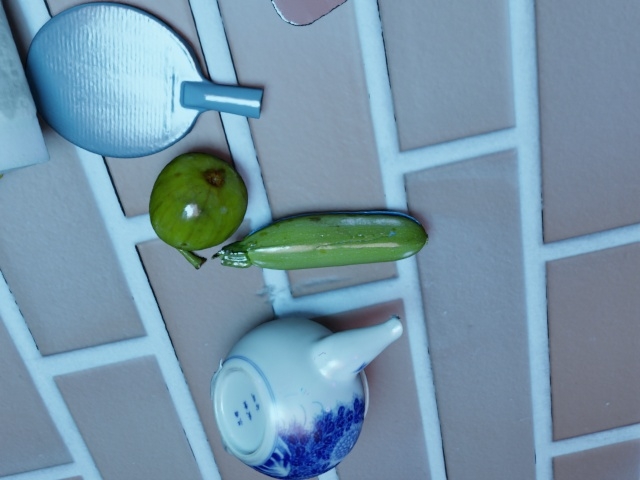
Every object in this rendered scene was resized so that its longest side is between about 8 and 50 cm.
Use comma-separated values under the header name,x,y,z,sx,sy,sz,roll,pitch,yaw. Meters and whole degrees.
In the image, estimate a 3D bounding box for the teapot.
name,x,y,z,sx,sy,sz,roll,pitch,yaw
teapot,-0.025,0.252,0.985,0.280,0.252,0.424,-3,144,-44

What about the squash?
name,x,y,z,sx,sy,sz,roll,pitch,yaw
squash,0.000,0.000,0.935,0.340,0.094,0.095,-5,115,-7

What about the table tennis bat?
name,x,y,z,sx,sy,sz,roll,pitch,yaw
table tennis bat,-0.246,-0.216,0.845,0.329,0.044,0.215,6,113,-5

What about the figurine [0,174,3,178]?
name,x,y,z,sx,sy,sz,roll,pitch,yaw
figurine,-0.564,-0.070,0.840,0.246,0.131,0.156,-19,80,5

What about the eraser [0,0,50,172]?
name,x,y,z,sx,sy,sz,roll,pitch,yaw
eraser,-0.502,-0.262,0.724,0.213,0.082,0.397,-13,100,0

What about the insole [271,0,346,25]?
name,x,y,z,sx,sy,sz,roll,pitch,yaw
insole,0.090,-0.400,0.807,0.348,0.009,0.119,-27,112,7

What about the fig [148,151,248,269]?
name,x,y,z,sx,sy,sz,roll,pitch,yaw
fig,-0.190,-0.049,0.892,0.148,0.186,0.142,18,69,-36
